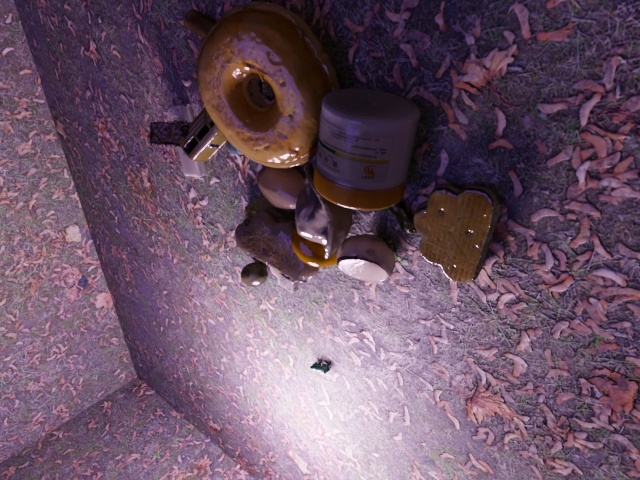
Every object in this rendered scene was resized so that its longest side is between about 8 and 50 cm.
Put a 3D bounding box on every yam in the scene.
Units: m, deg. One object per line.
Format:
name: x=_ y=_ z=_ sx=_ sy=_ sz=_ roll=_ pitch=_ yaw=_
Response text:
yam: x=-0.307 y=-0.617 z=1.506 sx=0.357 sy=0.081 sz=0.081 roll=40 pitch=137 yaw=21

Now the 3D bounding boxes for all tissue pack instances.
tissue pack: x=-0.121 y=0.153 z=1.818 sx=0.083 sy=0.042 sz=0.062 roll=28 pitch=133 yaw=33

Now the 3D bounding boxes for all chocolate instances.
chocolate: x=-0.494 y=-0.394 z=1.788 sx=0.330 sy=0.065 sz=0.102 roll=7 pitch=104 yaw=21

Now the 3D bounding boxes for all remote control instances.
remote control: x=-0.518 y=-0.389 z=1.886 sx=0.103 sy=0.056 sz=0.277 roll=10 pitch=118 yaw=42

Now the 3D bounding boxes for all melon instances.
melon: x=-0.265 y=0.136 z=1.915 sx=0.131 sy=0.098 sz=0.098 roll=-15 pitch=102 yaw=46

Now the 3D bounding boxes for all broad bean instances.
broad bean: x=0.180 y=-0.115 z=1.331 sx=0.053 sy=0.052 sz=0.256 roll=-46 pitch=72 yaw=11

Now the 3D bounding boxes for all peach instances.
peach: x=0.000 y=0.000 z=1.493 sx=0.179 sy=0.179 sz=0.103 roll=49 pitch=148 yaw=12

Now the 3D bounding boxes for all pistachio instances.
pistachio: x=-0.111 y=-0.168 z=1.536 sx=0.215 sy=0.144 sz=0.143 roll=35 pitch=135 yaw=29

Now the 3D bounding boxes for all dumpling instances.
dumpling: x=-0.009 y=-0.096 z=1.346 sx=0.243 sy=0.175 sz=0.227 roll=42 pitch=170 yaw=24

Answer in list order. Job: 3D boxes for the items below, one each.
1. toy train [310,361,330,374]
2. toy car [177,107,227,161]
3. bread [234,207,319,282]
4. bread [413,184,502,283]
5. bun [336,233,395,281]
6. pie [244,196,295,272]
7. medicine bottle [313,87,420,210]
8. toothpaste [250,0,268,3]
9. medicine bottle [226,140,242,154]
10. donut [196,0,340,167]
toy train: x=-0.002 y=0.506 z=1.912 sx=0.092 sy=0.045 sz=0.029 roll=1 pitch=111 yaw=43
toy car: x=-0.369 y=-0.382 z=1.637 sx=0.257 sy=0.101 sz=0.124 roll=-37 pitch=76 yaw=30
bread: x=-0.144 y=0.000 z=1.607 sx=0.337 sy=0.102 sz=0.183 roll=27 pitch=125 yaw=26
bread: x=0.333 y=-0.032 z=1.218 sx=0.207 sy=0.056 sz=0.286 roll=30 pitch=133 yaw=26
bun: x=0.137 y=0.041 z=1.415 sx=0.173 sy=0.119 sz=0.172 roll=15 pitch=155 yaw=7
pie: x=-0.165 y=-0.019 z=1.737 sx=0.306 sy=0.071 sz=0.306 roll=24 pitch=130 yaw=33
medicine bottle: x=0.108 y=-0.229 z=1.188 sx=0.238 sy=0.238 sz=0.231 roll=30 pitch=132 yaw=31
toothpaste: x=-0.181 y=-0.647 z=1.387 sx=0.071 sy=0.045 sz=0.193 roll=49 pitch=145 yaw=12
medicine bottle: x=-0.244 y=-0.333 z=1.634 sx=0.209 sy=0.054 sz=0.090 roll=13 pitch=118 yaw=42
donut: x=-0.146 y=-0.410 z=1.321 sx=0.449 sy=0.198 sz=0.448 roll=13 pitch=124 yaw=20
